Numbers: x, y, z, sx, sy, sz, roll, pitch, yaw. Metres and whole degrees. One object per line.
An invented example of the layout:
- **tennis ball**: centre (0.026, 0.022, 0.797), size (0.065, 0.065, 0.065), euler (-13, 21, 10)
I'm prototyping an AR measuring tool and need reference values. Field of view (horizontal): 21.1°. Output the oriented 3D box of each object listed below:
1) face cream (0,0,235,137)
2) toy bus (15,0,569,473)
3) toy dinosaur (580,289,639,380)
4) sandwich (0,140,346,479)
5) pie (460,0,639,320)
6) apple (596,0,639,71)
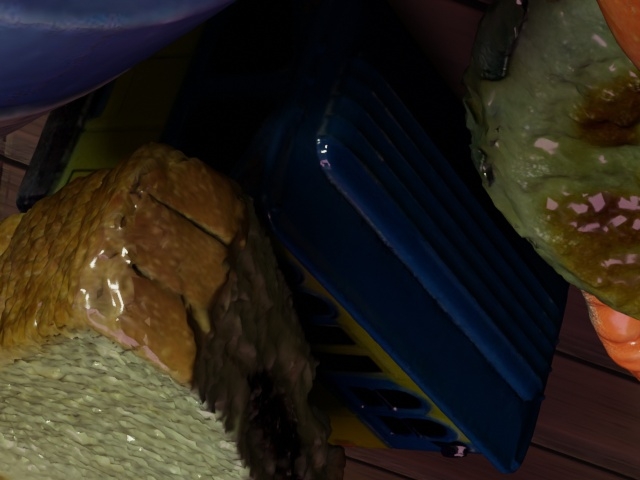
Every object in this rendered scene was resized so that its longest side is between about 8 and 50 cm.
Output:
- **face cream**: centre (-0.138, -0.149, 0.529), size (0.249, 0.249, 0.225), euler (30, 152, -25)
- **toy bus**: centre (0.000, 0.000, 0.881), size (0.175, 0.138, 0.287), euler (0, 150, 33)
- **toy dinosaur**: centre (0.171, 0.024, 0.920), size (0.101, 0.055, 0.279), euler (3, 137, 29)
- **sandwich**: centre (-0.063, 0.074, 0.793), size (0.254, 0.099, 0.288), euler (37, 151, -21)
- **pie**: centre (0.198, -0.044, 0.726), size (0.303, 0.067, 0.302), euler (14, 150, 8)
- **apple**: centre (0.160, -0.121, 0.502), size (0.181, 0.168, 0.181), euler (18, 152, 10)
